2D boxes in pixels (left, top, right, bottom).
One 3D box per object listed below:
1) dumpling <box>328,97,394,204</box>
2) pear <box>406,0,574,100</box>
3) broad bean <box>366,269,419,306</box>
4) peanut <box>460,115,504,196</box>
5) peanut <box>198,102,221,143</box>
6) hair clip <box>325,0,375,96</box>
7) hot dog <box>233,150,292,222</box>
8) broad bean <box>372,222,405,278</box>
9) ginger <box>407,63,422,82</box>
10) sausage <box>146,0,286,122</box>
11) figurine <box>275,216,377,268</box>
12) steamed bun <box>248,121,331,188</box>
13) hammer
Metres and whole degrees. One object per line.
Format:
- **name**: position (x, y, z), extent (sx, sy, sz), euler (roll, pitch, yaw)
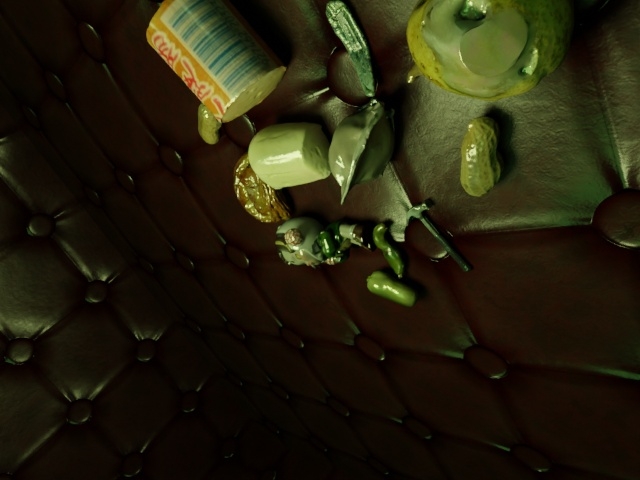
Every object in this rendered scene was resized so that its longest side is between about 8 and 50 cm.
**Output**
- **dumpling**: position (0.081, -0.222, 1.126), extent (0.163, 0.205, 0.293), euler (47, 154, 15)
- **pear**: position (0.291, -0.368, 0.774), extent (0.271, 0.271, 0.271), euler (25, 140, 23)
- **broad bean**: position (0.229, 0.159, 1.448), extent (0.175, 0.082, 0.124), euler (31, 175, 15)
- **peanut**: position (0.359, -0.183, 1.001), extent (0.094, 0.083, 0.194), euler (18, 136, 30)
- **peanut**: position (-0.365, -0.387, 1.490), extent (0.080, 0.080, 0.174), euler (34, 146, 12)
- **hair clip**: position (0.079, -0.446, 1.044), extent (0.066, 0.036, 0.229), euler (-12, 111, 43)
- **hot dog**: position (-0.204, -0.168, 1.518), extent (0.175, 0.114, 0.258), euler (3, 129, 40)
- **broad bean**: position (0.215, 0.033, 1.379), extent (0.070, 0.048, 0.213), euler (5, 134, 47)
- **ginger**: position (0.227, -0.378, 0.979), extent (0.048, 0.030, 0.097), euler (63, 147, 22)
- **sausage**: position (-0.265, -0.482, 1.168), extent (0.287, 0.233, 0.233), euler (47, 144, -7)
- **figurine**: position (0.000, 0.000, 1.462), extent (0.370, 0.167, 0.281), euler (-3, 160, 34)
- **steamed bun**: position (-0.076, -0.257, 1.298), extent (0.226, 0.170, 0.200), euler (-1, 159, 24)
- **hammer**: position (0.333, -0.002, 1.256), extent (0.246, 0.029, 0.103), euler (49, 143, -9)
